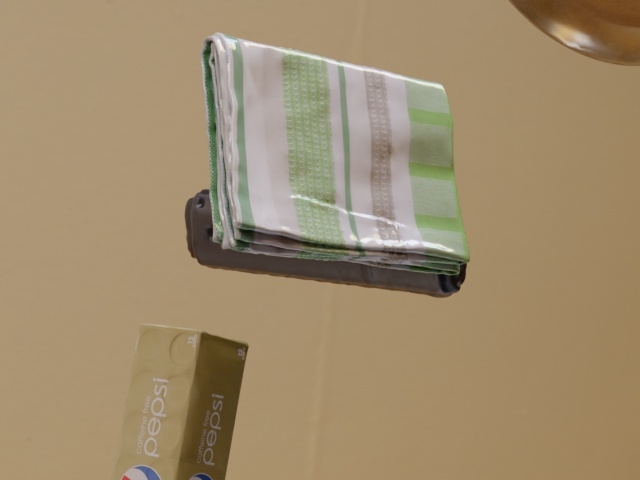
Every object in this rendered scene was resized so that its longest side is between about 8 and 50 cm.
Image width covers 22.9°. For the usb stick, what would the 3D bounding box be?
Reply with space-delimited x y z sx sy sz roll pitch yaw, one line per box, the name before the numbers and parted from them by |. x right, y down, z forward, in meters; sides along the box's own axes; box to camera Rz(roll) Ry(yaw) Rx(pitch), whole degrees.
usb stick | 0.000 0.000 1.353 0.045 0.278 0.077 -31 -60 -49

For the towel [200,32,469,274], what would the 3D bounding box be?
towel | 0.011 -0.043 0.804 0.152 0.023 0.113 7 -110 -34

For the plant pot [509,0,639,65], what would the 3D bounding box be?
plant pot | 0.204 -0.238 1.154 0.032 0.236 0.236 -40 -51 -32

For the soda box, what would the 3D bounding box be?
soda box | -0.105 0.153 1.122 0.058 0.061 0.181 19 -102 -53
